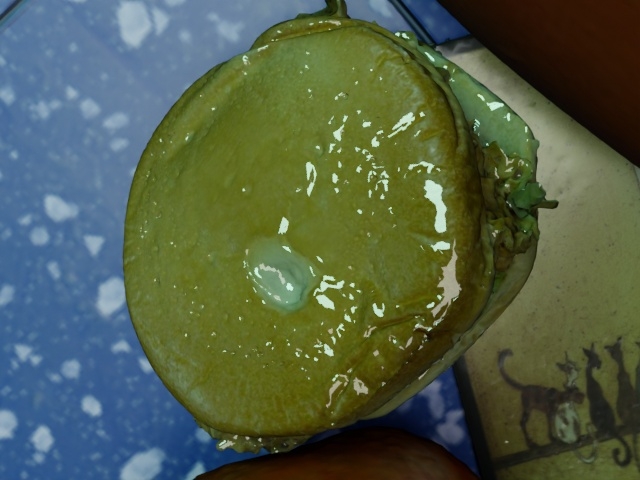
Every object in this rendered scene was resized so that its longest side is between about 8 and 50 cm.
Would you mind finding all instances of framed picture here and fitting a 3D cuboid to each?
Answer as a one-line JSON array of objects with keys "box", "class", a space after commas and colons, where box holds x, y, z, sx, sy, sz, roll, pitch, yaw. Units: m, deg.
[{"box": [0.195, 0.029, 0.585, 0.255, 0.014, 0.339, -15, 101, 3], "class": "framed picture"}]

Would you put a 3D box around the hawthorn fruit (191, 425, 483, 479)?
[{"box": [0.026, 0.251, 0.472, 0.287, 0.330, 0.287, -2, 106, -9], "class": "hawthorn fruit"}]

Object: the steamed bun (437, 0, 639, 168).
[{"box": [0.156, -0.163, 0.424, 0.379, 0.248, 0.235, 42, 95, 3], "class": "steamed bun"}]

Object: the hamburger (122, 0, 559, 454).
[{"box": [0.000, 0.000, 0.510, 0.215, 0.122, 0.189, -49, 64, 14], "class": "hamburger"}]
